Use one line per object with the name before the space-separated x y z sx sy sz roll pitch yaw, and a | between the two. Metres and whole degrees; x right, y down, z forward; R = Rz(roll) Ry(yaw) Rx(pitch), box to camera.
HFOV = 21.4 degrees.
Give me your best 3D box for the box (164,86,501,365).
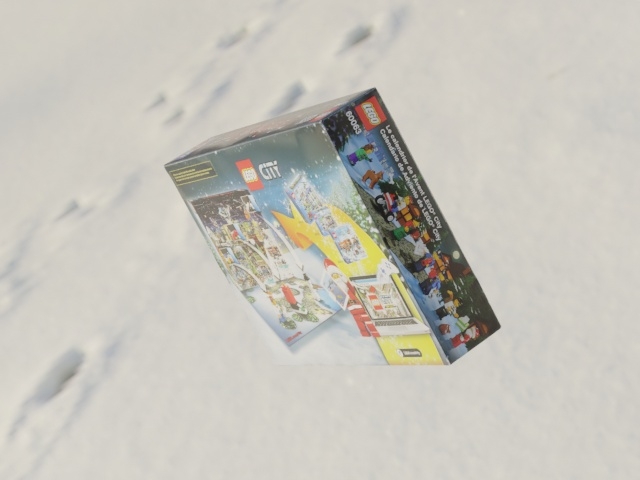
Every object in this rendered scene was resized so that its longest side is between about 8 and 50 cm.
box | 0.000 0.000 1.048 0.044 0.159 0.233 -33 11 -25
